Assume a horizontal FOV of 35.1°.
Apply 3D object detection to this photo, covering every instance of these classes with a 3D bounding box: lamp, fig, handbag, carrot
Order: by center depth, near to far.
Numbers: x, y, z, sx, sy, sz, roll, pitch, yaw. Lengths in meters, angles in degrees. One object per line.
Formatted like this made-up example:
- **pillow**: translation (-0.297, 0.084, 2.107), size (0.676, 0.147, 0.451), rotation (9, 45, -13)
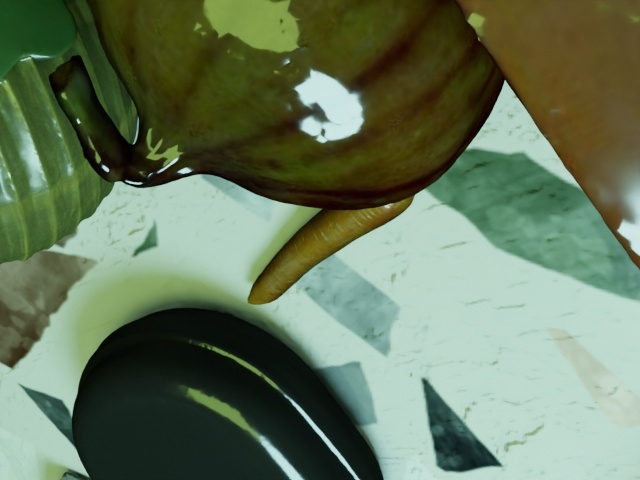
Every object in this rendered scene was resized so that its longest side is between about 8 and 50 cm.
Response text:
- **fig**: translation (-0.018, -0.119, 0.539), size (0.234, 0.235, 0.215), rotation (20, 97, 10)
- **lamp**: translation (-0.255, -0.088, 0.634), size (0.250, 0.284, 0.250), rotation (46, 156, 27)
- **carrot**: translation (0.000, 0.000, 0.740), size (0.037, 0.037, 0.190), rotation (45, 132, -10)
- **handbag**: translation (-0.083, 0.198, 0.873), size (0.253, 0.093, 0.308), rotation (-25, 110, 34)

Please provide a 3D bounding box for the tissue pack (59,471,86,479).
- **tissue pack**: translation (-0.234, 0.323, 1.055), size (0.112, 0.051, 0.156), rotation (22, 128, 6)

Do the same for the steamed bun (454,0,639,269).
- **steamed bun**: translation (0.183, -0.149, 0.415), size (0.235, 0.248, 0.379), rotation (-27, 111, 32)
